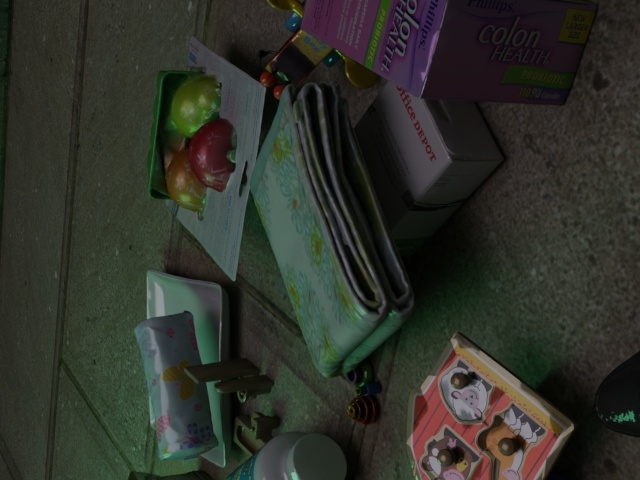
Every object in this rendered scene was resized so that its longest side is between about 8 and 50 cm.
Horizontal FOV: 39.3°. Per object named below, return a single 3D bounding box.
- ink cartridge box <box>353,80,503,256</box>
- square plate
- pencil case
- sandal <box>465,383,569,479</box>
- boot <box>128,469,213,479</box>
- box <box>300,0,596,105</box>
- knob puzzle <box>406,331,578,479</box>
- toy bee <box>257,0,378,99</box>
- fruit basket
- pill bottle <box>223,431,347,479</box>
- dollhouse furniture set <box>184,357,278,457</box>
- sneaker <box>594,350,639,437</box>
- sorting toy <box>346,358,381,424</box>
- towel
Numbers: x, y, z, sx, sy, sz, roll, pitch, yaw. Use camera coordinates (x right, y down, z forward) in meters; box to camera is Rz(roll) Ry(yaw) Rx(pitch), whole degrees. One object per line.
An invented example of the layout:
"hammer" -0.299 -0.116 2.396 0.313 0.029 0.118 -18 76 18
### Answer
"ink cartridge box" 0.115 -0.101 1.157 0.219 0.092 0.160 -51 52 46
"square plate" -0.259 0.240 1.792 0.344 0.049 0.347 6 98 55
"pencil case" -0.270 0.270 1.665 0.124 0.113 0.273 -44 57 59
"sandal" 0.189 0.321 1.070 0.138 0.126 0.317 53 136 33
"boot" -0.269 0.518 1.727 0.213 0.165 0.077 43 122 53
"box" 0.136 -0.249 1.006 0.243 0.213 0.117 40 125 46
"knob puzzle" 0.163 0.228 0.993 0.213 0.030 0.213 -3 85 39
"toy bee" -0.008 -0.267 1.267 0.195 0.162 0.298 27 137 3
"fruit basket" -0.176 -0.151 1.522 0.353 0.165 0.327 36 122 49
"pill bottle" -0.060 0.395 1.422 0.264 0.146 0.146 -48 54 46
"dollhouse furniture set" -0.160 0.312 1.581 0.144 0.123 0.151 28 116 52
"sneaker" 0.346 0.137 0.828 0.267 0.106 0.101 -29 70 55
"sorting toy" 0.056 0.222 1.324 0.061 0.042 0.102 -28 70 54
"towel" 0.000 0.000 1.197 0.374 0.090 0.321 118 137 -69
